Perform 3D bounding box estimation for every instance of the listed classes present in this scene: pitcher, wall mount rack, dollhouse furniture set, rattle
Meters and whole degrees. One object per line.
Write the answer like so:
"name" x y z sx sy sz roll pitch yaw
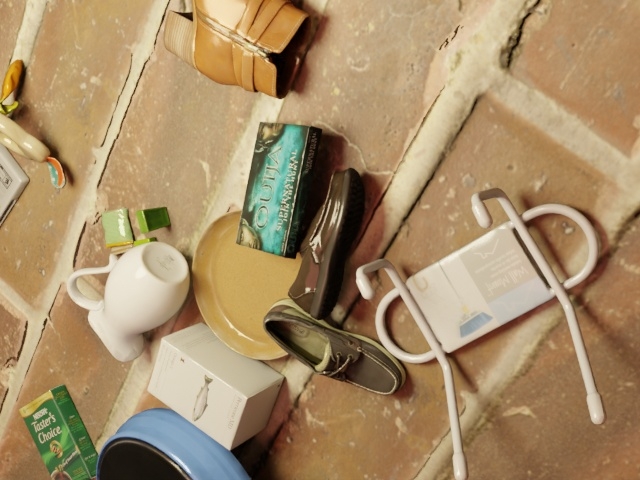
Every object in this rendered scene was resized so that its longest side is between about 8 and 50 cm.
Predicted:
"pitcher" -0.318 0.079 1.451 0.177 0.125 0.207 40 127 -3
"wall mount rack" 0.207 0.116 1.132 0.350 0.130 0.304 -34 81 33
"dollhouse furniture set" -0.325 -0.019 1.481 0.151 0.058 0.076 -11 94 33
"rattle" -0.497 -0.200 1.569 0.199 0.143 0.130 29 148 8

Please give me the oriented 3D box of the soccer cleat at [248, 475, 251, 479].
"soccer cleat" -0.129 0.421 1.470 0.035 0.029 0.083 38 121 10

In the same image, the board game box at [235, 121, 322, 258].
"board game box" -0.062 -0.075 1.273 0.126 0.026 0.186 13 92 50

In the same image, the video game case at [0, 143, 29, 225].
"video game case" -0.665 -0.129 1.693 0.227 0.026 0.206 50 121 12

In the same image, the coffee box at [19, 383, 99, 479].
"coffee box" -0.490 0.376 1.678 0.113 0.040 0.184 -30 84 33

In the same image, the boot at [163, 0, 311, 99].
"boot" -0.112 -0.351 1.244 0.220 0.109 0.283 28 116 26

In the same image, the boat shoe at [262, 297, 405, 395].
"boat shoe" 0.014 0.164 1.275 0.223 0.073 0.080 31 116 8

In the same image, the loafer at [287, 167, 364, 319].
"loafer" 0.000 0.000 1.248 0.078 0.080 0.220 18 97 20

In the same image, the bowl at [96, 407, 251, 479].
"bowl" -0.230 0.468 1.461 0.391 0.077 0.391 20 122 36

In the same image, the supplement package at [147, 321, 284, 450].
"supplement package" -0.166 0.227 1.405 0.179 0.105 0.105 29 114 24

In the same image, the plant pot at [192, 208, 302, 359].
"plant pot" -0.097 0.066 1.372 0.236 0.032 0.236 7 104 32
